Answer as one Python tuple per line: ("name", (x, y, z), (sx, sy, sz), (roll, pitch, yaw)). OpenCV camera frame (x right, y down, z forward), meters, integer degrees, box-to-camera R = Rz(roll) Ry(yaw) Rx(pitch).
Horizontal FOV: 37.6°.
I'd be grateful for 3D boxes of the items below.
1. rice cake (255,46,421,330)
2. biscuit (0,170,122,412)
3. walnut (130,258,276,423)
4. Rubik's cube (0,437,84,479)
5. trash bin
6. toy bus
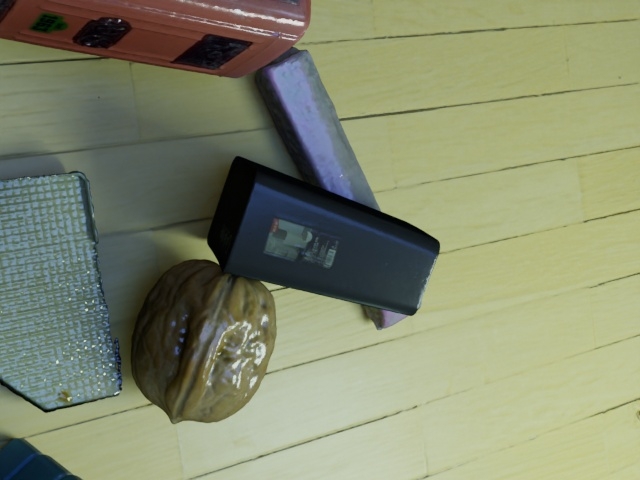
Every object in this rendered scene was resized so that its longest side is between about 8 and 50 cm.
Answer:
("rice cake", (0.024, -0.064, 1.182), (0.070, 0.064, 0.399), (-32, 106, -19))
("biscuit", (-0.302, 0.057, 0.996), (0.150, 0.052, 0.252), (-12, 95, -27))
("walnut", (-0.131, 0.115, 1.042), (0.155, 0.155, 0.184), (21, 83, -29))
("Rubik's cube", (-0.272, 0.404, 0.878), (0.291, 0.290, 0.291), (-44, 111, -24))
("trash bin", (0.000, 0.000, 1.074), (0.225, 0.165, 0.115), (18, 96, -17))
("toy bus", (-0.224, -0.301, 0.931), (0.426, 0.203, 0.233), (4, 78, -33))
